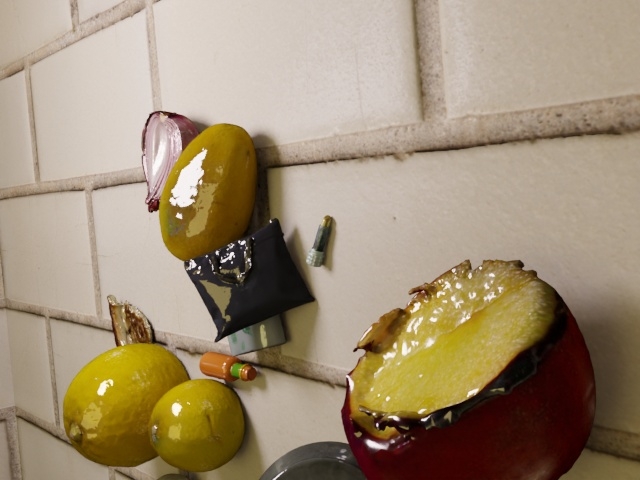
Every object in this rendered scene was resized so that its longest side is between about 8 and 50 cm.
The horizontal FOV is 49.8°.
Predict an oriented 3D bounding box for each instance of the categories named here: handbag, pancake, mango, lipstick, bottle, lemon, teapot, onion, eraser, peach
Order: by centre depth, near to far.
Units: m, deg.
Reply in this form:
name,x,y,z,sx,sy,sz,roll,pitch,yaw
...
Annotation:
name,x,y,z,sx,sy,sz,roll,pitch,yaw
peach,0.229,0.228,1.067,0.339,0.353,0.416,-84,9,-52
teapot,0.069,0.544,1.266,0.376,0.362,0.305,11,73,15
lipstick,0.000,0.000,1.504,0.037,0.037,0.116,33,115,40
handbag,-0.168,0.091,1.579,0.254,0.089,0.211,-24,84,7
mango,-0.266,-0.111,1.665,0.253,0.182,0.365,36,116,29
eraser,-0.175,0.158,1.684,0.174,0.081,0.227,-23,77,45
bottle,-0.236,0.332,1.784,0.187,0.069,0.069,2,97,46
lemon,-0.335,0.487,1.805,0.240,0.219,0.240,6,97,51
onion,-0.397,-0.202,1.845,0.227,0.120,0.283,37,116,45
lemon,-0.567,0.476,1.970,0.364,0.364,0.364,9,102,47
pancake,-0.615,0.312,2.208,0.257,0.056,0.212,30,117,42

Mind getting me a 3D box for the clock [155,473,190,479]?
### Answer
name,x,y,z,sx,sy,sz,roll,pitch,yaw
clock,-0.462,0.876,2.035,0.326,0.184,0.342,-28,80,42
